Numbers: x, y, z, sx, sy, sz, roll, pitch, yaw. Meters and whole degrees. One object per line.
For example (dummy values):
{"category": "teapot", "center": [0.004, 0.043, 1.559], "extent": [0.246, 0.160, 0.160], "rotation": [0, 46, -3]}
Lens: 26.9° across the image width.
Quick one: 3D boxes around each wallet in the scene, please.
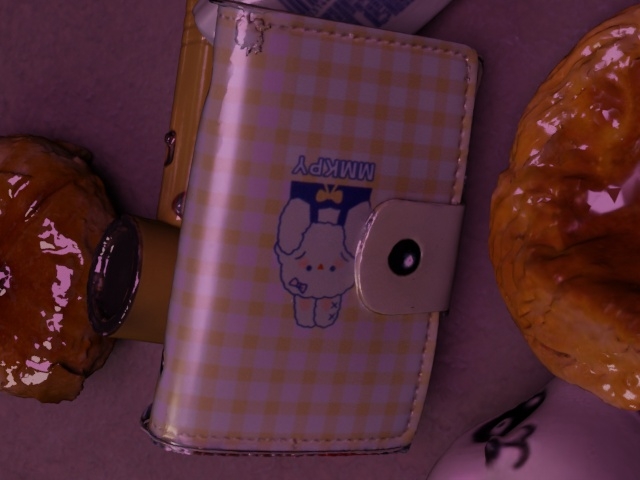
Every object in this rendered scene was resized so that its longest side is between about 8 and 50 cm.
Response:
{"category": "wallet", "center": [0.000, 0.000, 0.945], "extent": [0.223, 0.077, 0.309], "rotation": [6, 103, -23]}

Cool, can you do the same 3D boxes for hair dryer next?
{"category": "hair dryer", "center": [-0.085, -0.057, 1.015], "extent": [0.090, 0.135, 0.279], "rotation": [-7, 75, 59]}

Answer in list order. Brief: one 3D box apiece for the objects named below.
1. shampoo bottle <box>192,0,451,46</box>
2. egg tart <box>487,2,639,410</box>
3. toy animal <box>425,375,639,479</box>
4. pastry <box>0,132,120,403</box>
{"category": "shampoo bottle", "center": [0.078, -0.243, 0.940], "extent": [0.359, 0.078, 0.134], "rotation": [-44, 118, 13]}
{"category": "egg tart", "center": [0.274, -0.033, 0.844], "extent": [0.352, 0.352, 0.150], "rotation": [-36, 128, 17]}
{"category": "toy animal", "center": [0.215, 0.211, 0.886], "extent": [0.310, 0.251, 0.251], "rotation": [-4, 95, 25]}
{"category": "pastry", "center": [-0.251, 0.028, 1.073], "extent": [0.218, 0.100, 0.229], "rotation": [-39, 83, 17]}
